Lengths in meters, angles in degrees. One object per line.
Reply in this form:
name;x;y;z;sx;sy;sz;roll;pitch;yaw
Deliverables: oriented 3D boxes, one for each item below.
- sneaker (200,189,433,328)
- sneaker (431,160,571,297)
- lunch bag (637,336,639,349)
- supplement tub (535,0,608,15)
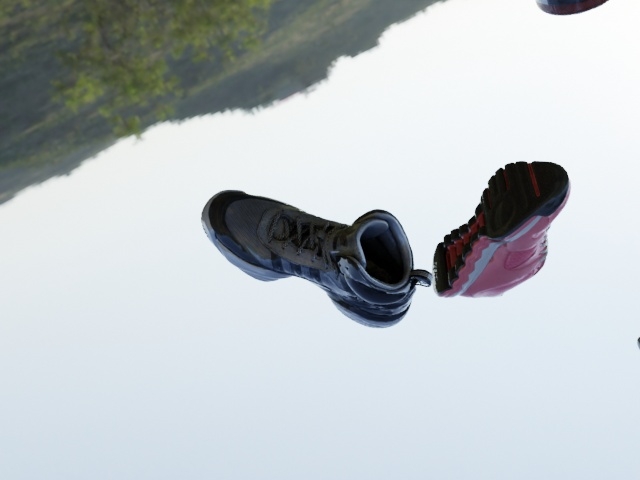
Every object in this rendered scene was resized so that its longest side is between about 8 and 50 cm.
sneaker;0.000;0.000;1.108;0.101;0.269;0.153;-65;-174;-24
sneaker;0.289;-0.010;1.459;0.314;0.136;0.115;129;-32;-49
lunch bag;0.550;0.186;1.141;0.287;0.169;0.235;-23;-135;14
supplement tub;0.284;-0.372;1.160;0.106;0.197;0.106;-17;-147;11
